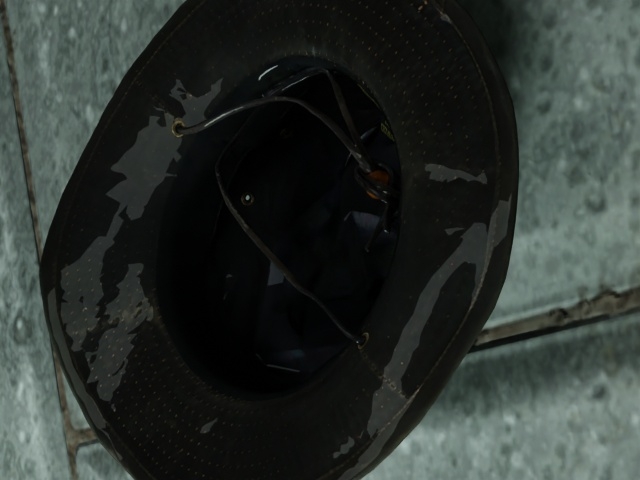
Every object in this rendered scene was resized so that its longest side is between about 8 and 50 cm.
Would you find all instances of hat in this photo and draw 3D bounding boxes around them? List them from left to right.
[{"bbox_3d":[0.000,0.000,1.102,0.331,0.134,0.331,-7,78,35],"label":"hat"}]
